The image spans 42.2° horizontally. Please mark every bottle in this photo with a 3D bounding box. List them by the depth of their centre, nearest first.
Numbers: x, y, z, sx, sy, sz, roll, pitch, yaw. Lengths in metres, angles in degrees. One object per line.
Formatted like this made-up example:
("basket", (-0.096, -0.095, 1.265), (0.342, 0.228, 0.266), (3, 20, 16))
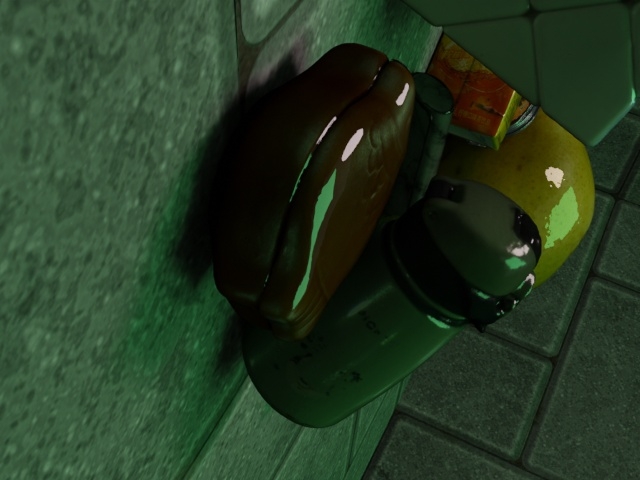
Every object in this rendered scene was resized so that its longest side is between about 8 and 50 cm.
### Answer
("bottle", (0.077, 0.066, 0.911), (0.347, 0.168, 0.168), (-38, -178, 31))

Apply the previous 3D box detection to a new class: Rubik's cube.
("Rubik's cube", (0.331, -0.360, 1.012), (0.321, 0.319, 0.316), (-53, 176, 32))

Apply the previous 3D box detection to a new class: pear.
("pear", (0.388, -0.093, 1.727), (0.362, 0.363, 0.418), (-22, 120, -71))

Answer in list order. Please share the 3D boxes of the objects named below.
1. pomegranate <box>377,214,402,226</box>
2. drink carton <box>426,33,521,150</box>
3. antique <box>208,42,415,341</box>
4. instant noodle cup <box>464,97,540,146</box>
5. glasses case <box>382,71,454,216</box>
("pomegranate", (0.083, 0.055, 1.194), (0.263, 0.211, 0.210), (31, 80, -41))
("drink carton", (0.295, -0.343, 1.382), (0.351, 0.155, 0.111), (-67, 166, 0))
("antique", (-0.011, -0.050, 0.772), (0.278, 0.129, 0.223), (-64, 166, -11))
("instant noodle cup", (0.324, -0.297, 1.574), (0.125, 0.178, 0.208), (60, 35, -56))
("glasses case", (0.149, -0.117, 1.339), (0.114, 0.060, 0.299), (-109, -160, -43))
